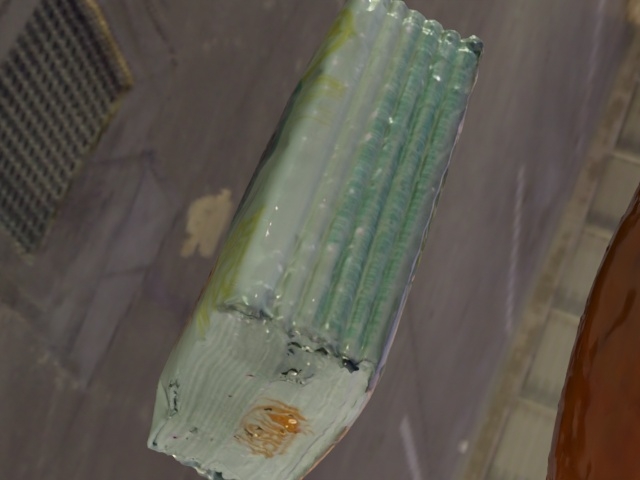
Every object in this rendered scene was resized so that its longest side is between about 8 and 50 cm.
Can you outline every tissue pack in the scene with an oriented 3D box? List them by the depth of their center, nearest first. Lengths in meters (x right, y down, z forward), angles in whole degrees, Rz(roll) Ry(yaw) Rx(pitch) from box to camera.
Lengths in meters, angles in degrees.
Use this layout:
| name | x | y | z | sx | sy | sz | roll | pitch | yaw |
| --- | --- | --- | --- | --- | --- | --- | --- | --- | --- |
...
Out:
| name | x | y | z | sx | sy | sz | roll | pitch | yaw |
| --- | --- | --- | --- | --- | --- | --- | --- | --- | --- |
| tissue pack | 0.000 | 0.000 | 1.090 | 0.287 | 0.162 | 0.388 | 120 | -7 | -53 |

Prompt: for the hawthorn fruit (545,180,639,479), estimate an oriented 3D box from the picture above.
| name | x | y | z | sx | sy | sz | roll | pitch | yaw |
| --- | --- | --- | --- | --- | --- | --- | --- | --- | --- |
| hawthorn fruit | 0.308 | 0.121 | 0.491 | 0.472 | 0.472 | 0.471 | 20 | 90 | -75 |
